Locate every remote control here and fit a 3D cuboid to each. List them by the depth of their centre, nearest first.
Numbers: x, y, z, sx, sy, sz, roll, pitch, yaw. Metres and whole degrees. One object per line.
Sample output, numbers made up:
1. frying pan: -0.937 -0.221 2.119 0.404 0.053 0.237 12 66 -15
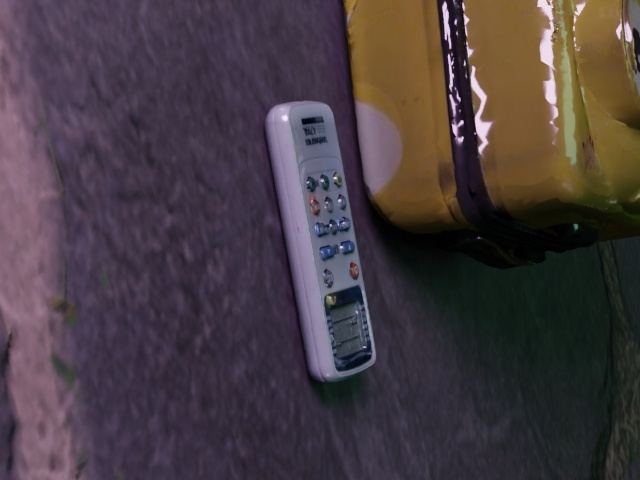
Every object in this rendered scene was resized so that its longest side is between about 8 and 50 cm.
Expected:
1. remote control: 0.000 0.000 0.881 0.053 0.017 0.124 -10 91 -66

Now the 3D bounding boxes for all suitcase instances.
1. suitcase: 0.106 -0.106 1.003 0.194 0.143 0.235 12 71 -65
